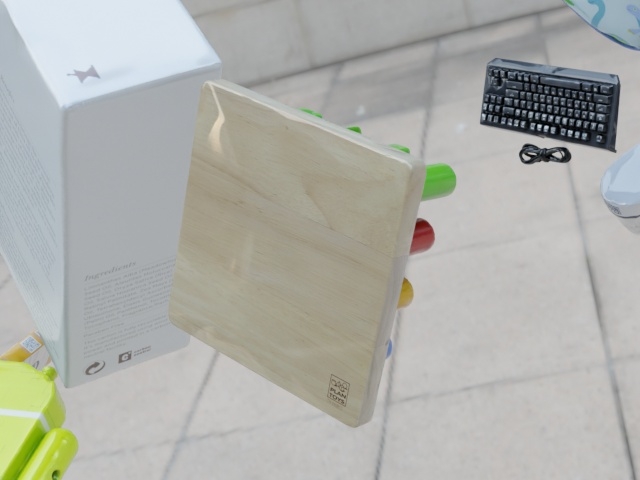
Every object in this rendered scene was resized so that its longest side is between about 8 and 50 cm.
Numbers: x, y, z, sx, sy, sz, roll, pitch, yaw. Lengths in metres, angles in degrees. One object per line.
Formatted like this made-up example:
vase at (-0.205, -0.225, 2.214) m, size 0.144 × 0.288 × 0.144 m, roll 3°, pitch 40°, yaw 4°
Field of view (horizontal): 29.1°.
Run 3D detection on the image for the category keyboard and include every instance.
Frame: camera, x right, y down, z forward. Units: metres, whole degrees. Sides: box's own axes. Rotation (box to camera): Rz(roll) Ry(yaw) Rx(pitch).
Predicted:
keyboard at (0.236, -0.129, 1.295) m, size 0.023 × 0.108 × 0.180 m, roll -10°, pitch 18°, yaw -36°

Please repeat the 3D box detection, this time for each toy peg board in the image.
toy peg board at (0.000, 0.000, 0.741) m, size 0.161 × 0.161 × 0.079 m, roll 26°, pitch 25°, yaw 35°

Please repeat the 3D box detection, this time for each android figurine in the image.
android figurine at (-0.391, 0.232, 1.380) m, size 0.248 × 0.056 × 0.273 m, roll 1°, pitch 38°, yaw 20°

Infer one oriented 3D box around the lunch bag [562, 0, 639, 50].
lunch bag at (0.189, -0.248, 0.817) m, size 0.090 × 0.176 × 0.219 m, roll -34°, pitch 68°, yaw -23°

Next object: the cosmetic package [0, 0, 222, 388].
cosmetic package at (-0.238, -0.074, 1.297) m, size 0.161 × 0.453 × 0.230 m, roll -19°, pitch 57°, yaw -24°

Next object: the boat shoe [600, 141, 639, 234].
boat shoe at (0.435, -0.100, 1.347) m, size 0.267 × 0.088 × 0.096 m, roll -39°, pitch 43°, yaw 6°

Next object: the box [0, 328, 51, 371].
box at (-0.387, 0.162, 1.560) m, size 0.136 × 0.028 × 0.081 m, roll -40°, pitch -13°, yaw -45°
